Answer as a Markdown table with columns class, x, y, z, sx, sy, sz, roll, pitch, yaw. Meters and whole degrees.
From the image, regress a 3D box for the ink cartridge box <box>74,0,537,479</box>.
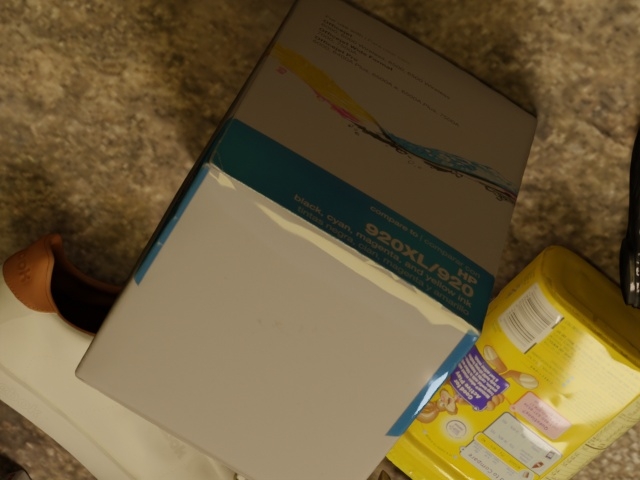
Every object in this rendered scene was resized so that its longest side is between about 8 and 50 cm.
| class | x | y | z | sx | sy | sz | roll | pitch | yaw |
| --- | --- | --- | --- | --- | --- | --- | --- | --- | --- |
| ink cartridge box | 0.000 | 0.000 | 1.033 | 0.168 | 0.232 | 0.171 | 31 | 125 | -5 |

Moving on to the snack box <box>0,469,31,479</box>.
| class | x | y | z | sx | sy | sz | roll | pitch | yaw |
| --- | --- | --- | --- | --- | --- | --- | --- | --- | --- |
| snack box | -0.197 | 0.261 | 1.359 | 0.022 | 0.064 | 0.178 | -18 | 114 | 28 |

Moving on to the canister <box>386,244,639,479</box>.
| class | x | y | z | sx | sy | sz | roll | pitch | yaw |
| --- | --- | --- | --- | --- | --- | --- | --- | --- | --- |
| canister | 0.132 | 0.097 | 1.148 | 0.126 | 0.073 | 0.170 | 39 | 123 | -8 |

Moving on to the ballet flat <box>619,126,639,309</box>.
| class | x | y | z | sx | sy | sz | roll | pitch | yaw |
| --- | --- | --- | --- | --- | --- | --- | --- | --- | --- |
| ballet flat | 0.208 | -0.026 | 1.060 | 0.049 | 0.057 | 0.173 | -4 | 135 | -4 |

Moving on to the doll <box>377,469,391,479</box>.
| class | x | y | z | sx | sy | sz | roll | pitch | yaw |
| --- | --- | --- | --- | --- | --- | --- | --- | --- | --- |
| doll | 0.117 | 0.225 | 1.248 | 0.189 | 0.046 | 0.129 | 20 | 115 | -3 |

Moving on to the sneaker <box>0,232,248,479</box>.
| class | x | y | z | sx | sy | sz | roll | pitch | yaw |
| --- | --- | --- | --- | --- | --- | --- | --- | --- | --- |
| sneaker | -0.101 | 0.107 | 1.209 | 0.290 | 0.106 | 0.123 | 37 | 111 | -15 |
